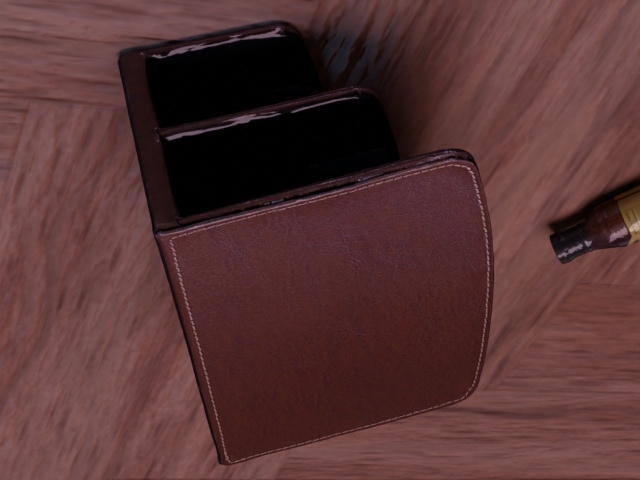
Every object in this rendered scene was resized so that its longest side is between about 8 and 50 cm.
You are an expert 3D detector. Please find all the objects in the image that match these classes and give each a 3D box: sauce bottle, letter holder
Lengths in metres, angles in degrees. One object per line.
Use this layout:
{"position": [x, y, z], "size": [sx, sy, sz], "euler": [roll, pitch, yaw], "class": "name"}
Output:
{"position": [0.244, -0.019, 1.257], "size": [0.128, 0.042, 0.042], "euler": [-24, 143, 18], "class": "sauce bottle"}
{"position": [0.000, 0.000, 1.112], "size": [0.214, 0.152, 0.302], "euler": [-13, 144, -4], "class": "letter holder"}
